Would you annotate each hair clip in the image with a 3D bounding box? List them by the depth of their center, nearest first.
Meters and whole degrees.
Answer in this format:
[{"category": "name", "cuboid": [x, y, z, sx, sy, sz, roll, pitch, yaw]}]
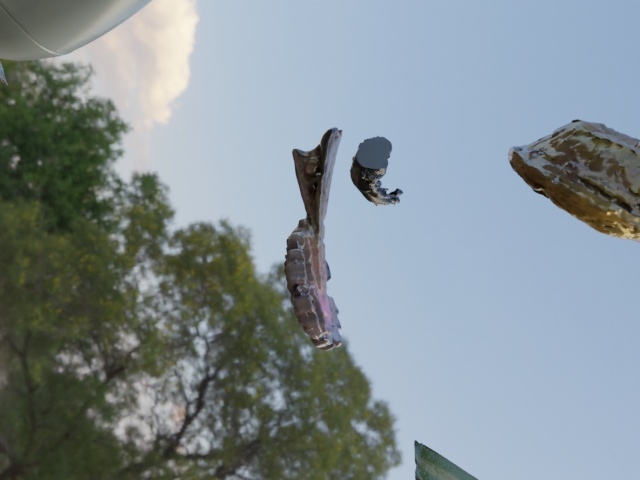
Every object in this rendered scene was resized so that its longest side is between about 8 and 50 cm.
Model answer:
[{"category": "hair clip", "cuboid": [-0.007, -0.002, 1.159, 0.173, 0.069, 0.300, -5, 96, -75]}]

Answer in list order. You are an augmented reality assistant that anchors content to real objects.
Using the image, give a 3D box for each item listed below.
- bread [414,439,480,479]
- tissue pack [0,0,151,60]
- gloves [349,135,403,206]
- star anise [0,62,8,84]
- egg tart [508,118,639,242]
[{"category": "bread", "cuboid": [0.175, 0.310, 1.057, 0.074, 0.084, 0.139, -75, 143, -61]}, {"category": "tissue pack", "cuboid": [-0.278, -0.322, 0.709, 0.333, 0.236, 0.229, 58, 28, -30]}, {"category": "gloves", "cuboid": [0.113, -0.131, 1.858, 0.180, 0.106, 0.129, 91, -21, -50]}, {"category": "star anise", "cuboid": [-0.437, -0.254, 1.084, 0.056, 0.124, 0.129, 11, -45, 46]}, {"category": "egg tart", "cuboid": [0.479, -0.102, 1.395, 0.352, 0.352, 0.150, 45, -64, 50]}]
